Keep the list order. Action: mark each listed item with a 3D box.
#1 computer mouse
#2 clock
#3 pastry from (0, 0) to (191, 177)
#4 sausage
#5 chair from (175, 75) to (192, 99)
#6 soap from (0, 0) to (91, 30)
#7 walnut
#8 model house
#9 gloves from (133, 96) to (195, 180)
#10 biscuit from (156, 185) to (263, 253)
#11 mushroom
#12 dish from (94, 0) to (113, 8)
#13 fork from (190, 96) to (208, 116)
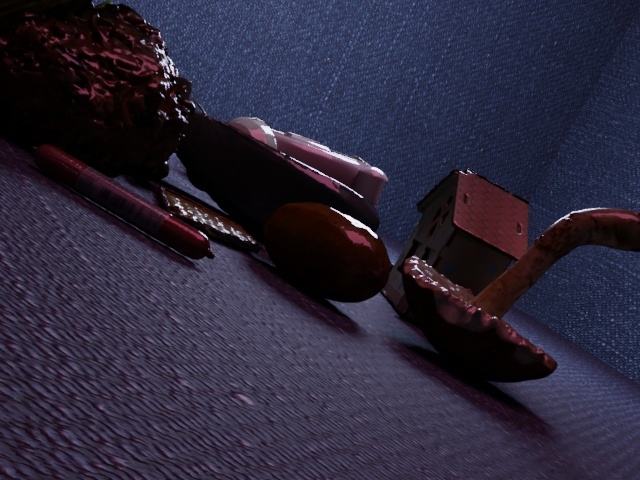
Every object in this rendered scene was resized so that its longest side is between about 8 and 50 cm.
[{"bbox_3d":[-0.094,-0.079,1.741,0.371,0.122,0.188,30,-7,10],"label":"computer mouse"},{"bbox_3d":[-0.059,-0.126,2.267,0.326,0.184,0.342,24,-1,-7],"label":"clock"},{"bbox_3d":[-0.275,-0.191,1.384,0.275,0.193,0.275,30,5,-3],"label":"pastry"},{"bbox_3d":[-0.197,-0.039,1.172,0.223,0.029,0.029,30,4,12],"label":"sausage"},{"bbox_3d":[-0.390,-0.277,1.977,0.319,0.160,0.186,31,-1,38],"label":"chair"},{"bbox_3d":[-0.356,-0.341,1.438,0.293,0.335,0.156,-179,-112,-76],"label":"soap"},{"bbox_3d":[0.001,0.012,1.439,0.207,0.116,0.116,24,-1,41],"label":"walnut"},{"bbox_3d":[0.219,0.022,1.833,0.169,0.244,0.326,26,3,-7],"label":"model house"},{"bbox_3d":[-0.246,-0.145,1.617,0.107,0.135,0.268,-18,5,-22],"label":"gloves"},{"bbox_3d":[-0.141,-0.025,1.494,0.144,0.016,0.203,28,3,-15],"label":"biscuit"},{"bbox_3d":[0.244,0.048,1.510,0.233,0.302,0.208,42,-29,4],"label":"mushroom"},{"bbox_3d":[-0.376,-0.235,1.618,0.108,0.221,0.262,69,-16,-13],"label":"dish"},{"bbox_3d":[-0.168,-0.134,1.933,0.219,0.028,0.034,65,15,2],"label":"fork"}]
